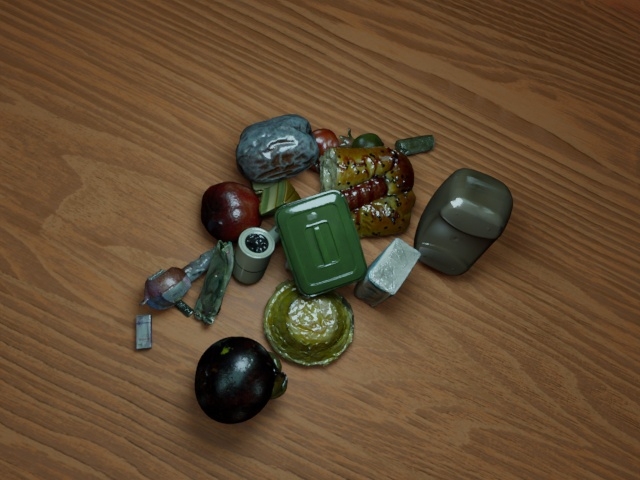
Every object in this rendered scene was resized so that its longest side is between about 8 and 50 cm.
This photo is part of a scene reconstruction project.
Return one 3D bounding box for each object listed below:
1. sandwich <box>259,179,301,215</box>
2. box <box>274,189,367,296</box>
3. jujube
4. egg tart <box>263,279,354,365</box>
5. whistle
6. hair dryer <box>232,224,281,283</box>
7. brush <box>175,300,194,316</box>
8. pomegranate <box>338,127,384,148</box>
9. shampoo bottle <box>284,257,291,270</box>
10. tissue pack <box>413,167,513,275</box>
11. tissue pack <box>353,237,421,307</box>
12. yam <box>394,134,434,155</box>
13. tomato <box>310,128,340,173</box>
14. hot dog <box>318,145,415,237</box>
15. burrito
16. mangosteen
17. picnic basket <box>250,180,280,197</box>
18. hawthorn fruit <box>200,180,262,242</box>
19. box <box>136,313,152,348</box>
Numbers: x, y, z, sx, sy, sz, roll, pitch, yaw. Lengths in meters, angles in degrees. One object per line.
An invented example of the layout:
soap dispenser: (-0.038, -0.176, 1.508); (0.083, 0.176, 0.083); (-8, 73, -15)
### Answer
sandwich: (-0.140, -0.118, 1.688); (0.117, 0.144, 0.187); (-25, 34, 15)
box: (0.000, 0.000, 1.594); (0.253, 0.178, 0.328); (-17, 101, 0)
jujube: (-0.166, -0.327, 1.672); (0.308, 0.246, 0.215); (-20, 89, 7)
egg tart: (-0.036, 0.286, 1.634); (0.342, 0.132, 0.341); (3, 72, -9)
whistle: (-0.487, 0.125, 1.611); (0.346, 0.142, 0.133); (-39, 87, -32)
hair dryer: (-0.178, -0.012, 1.701); (0.128, 0.203, 0.362); (38, 54, 8)
brush: (-0.537, 0.204, 1.642); (0.190, 0.027, 0.034); (38, 69, 6)
pomegranate: (0.169, -0.383, 1.886); (0.191, 0.152, 0.131); (22, 66, 21)
shampoo bottle: (-0.037, 0.094, 1.727); (0.192, 0.074, 0.073); (12, 71, -4)
tissue pack: (0.523, -0.080, 1.706); (0.268, 0.387, 0.276); (23, 50, 1)
tissue pack: (0.234, 0.122, 1.653); (0.124, 0.271, 0.201); (40, 70, 6)
yam: (0.407, -0.406, 1.959); (0.179, 0.078, 0.078); (-12, 74, -16)
tomato: (0.009, -0.360, 1.837); (0.187, 0.187, 0.151); (48, 46, 8)
hot dog: (0.195, -0.179, 1.764); (0.366, 0.196, 0.367); (-6, 104, -19)
burrito: (-0.365, 0.149, 1.606); (0.096, 0.066, 0.309); (20, 97, 20)
mangosteen: (-0.264, 0.449, 1.483); (0.288, 0.288, 0.287); (3, 72, -8)
picnic basket: (-0.226, -0.256, 1.812); (0.115, 0.079, 0.164); (-9, 73, -10)
hawthorn fruit: (-0.300, -0.106, 1.693); (0.266, 0.210, 0.230); (-3, 65, -27)
box: (-0.613, 0.318, 1.588); (0.051, 0.036, 0.117); (-3, 73, -9)
